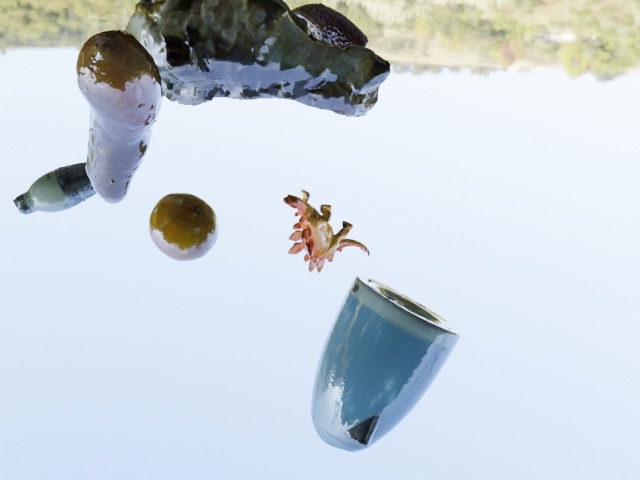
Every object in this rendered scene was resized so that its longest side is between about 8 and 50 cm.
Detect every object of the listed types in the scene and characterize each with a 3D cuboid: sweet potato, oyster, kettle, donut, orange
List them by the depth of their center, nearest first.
[{"bbox_3d":[-0.232,-0.141,0.958,0.097,0.292,0.097,5,-119,-10],"label":"sweet potato"},{"bbox_3d":[-0.080,-0.229,1.053,0.337,0.198,0.133,13,-138,-23],"label":"oyster"},{"bbox_3d":[-0.010,-0.393,1.575,0.126,0.186,0.144,-23,-145,46],"label":"donut"},{"bbox_3d":[0.094,0.268,1.734,0.247,0.342,0.319,26,-173,-19],"label":"kettle"},{"bbox_3d":[-0.294,-0.033,1.778,0.156,0.124,0.156,25,-132,-32],"label":"orange"}]

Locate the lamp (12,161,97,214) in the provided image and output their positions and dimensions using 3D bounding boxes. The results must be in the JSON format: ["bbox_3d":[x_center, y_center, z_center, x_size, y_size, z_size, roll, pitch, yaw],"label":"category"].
[{"bbox_3d":[-0.600,-0.127,1.939,0.250,0.101,0.101,-26,-149,-11],"label":"lamp"}]

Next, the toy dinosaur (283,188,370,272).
[{"bbox_3d":[0.000,0.000,1.474,0.070,0.117,0.288,30,173,36],"label":"toy dinosaur"}]
